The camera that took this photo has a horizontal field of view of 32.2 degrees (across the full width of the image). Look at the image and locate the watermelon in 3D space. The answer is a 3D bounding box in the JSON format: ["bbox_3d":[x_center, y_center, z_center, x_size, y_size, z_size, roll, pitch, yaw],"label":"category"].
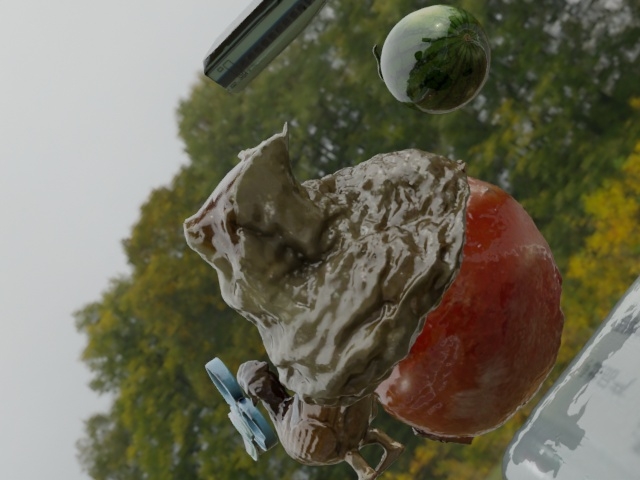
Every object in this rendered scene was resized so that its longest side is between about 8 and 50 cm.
[{"bbox_3d":[0.141,-0.233,1.457,0.141,0.140,0.187,-53,15,-22],"label":"watermelon"}]

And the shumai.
[{"bbox_3d":[0.000,0.000,0.784,0.206,0.175,0.166,-60,7,-22],"label":"shumai"}]

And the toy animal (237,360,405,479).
[{"bbox_3d":[0.001,0.150,1.049,0.089,0.179,0.188,-35,-21,-42],"label":"toy animal"}]

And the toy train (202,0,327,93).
[{"bbox_3d":[-0.009,-0.215,0.931,0.252,0.048,0.055,-38,23,38],"label":"toy train"}]

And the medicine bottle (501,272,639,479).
[{"bbox_3d":[0.204,0.175,0.585,0.306,0.245,0.245,-50,-9,-4],"label":"medicine bottle"}]

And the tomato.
[{"bbox_3d":[0.129,0.091,1.217,0.309,0.309,0.170,-61,-3,29],"label":"tomato"}]

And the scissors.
[{"bbox_3d":[-0.088,0.228,1.369,0.030,0.125,0.256,-36,-22,-13],"label":"scissors"}]
